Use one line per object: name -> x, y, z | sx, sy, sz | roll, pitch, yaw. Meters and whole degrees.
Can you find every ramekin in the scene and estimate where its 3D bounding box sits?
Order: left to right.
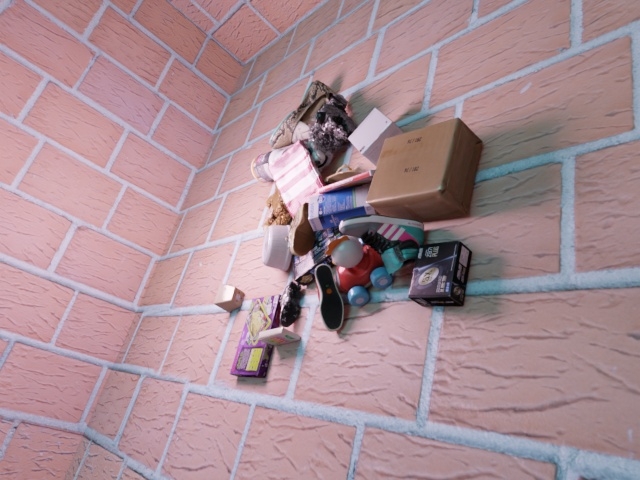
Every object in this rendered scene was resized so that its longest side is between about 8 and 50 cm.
ramekin -> -0.193, 0.028, 1.976 | 0.207, 0.108, 0.207 | -172, 90, -75

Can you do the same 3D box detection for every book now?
book -> -0.162, 0.378, 1.743 | 0.144, 0.096, 0.035 | -24, 46, 40

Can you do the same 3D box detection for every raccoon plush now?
raccoon plush -> 0.033, -0.510, 2.203 | 0.299, 0.216, 0.446 | -49, 7, 34

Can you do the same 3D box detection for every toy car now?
toy car -> 0.096, 0.066, 1.548 | 0.210, 0.238, 0.219 | -42, 37, 21

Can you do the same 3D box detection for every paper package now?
paper package -> 0.356, -0.229, 1.527 | 0.324, 0.168, 0.310 | -7, 56, 49

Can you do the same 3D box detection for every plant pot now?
plant pot -> -0.436, 0.277, 2.163 | 0.096, 0.109, 0.109 | -10, 55, 32

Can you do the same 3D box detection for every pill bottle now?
pill bottle -> -0.243, -0.410, 2.414 | 0.278, 0.162, 0.162 | -5, 60, 49

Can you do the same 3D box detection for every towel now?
towel -> -0.105, -0.272, 2.069 | 0.237, 0.037, 0.329 | -35, 74, 30

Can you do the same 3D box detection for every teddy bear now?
teddy bear -> -0.188, -0.163, 2.219 | 0.245, 0.113, 0.338 | -25, 53, 46

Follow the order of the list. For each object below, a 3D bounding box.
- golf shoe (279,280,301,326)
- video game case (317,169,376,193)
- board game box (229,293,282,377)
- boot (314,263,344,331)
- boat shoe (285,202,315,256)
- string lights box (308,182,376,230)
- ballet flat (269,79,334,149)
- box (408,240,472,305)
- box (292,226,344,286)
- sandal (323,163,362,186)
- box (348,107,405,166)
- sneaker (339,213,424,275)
golf shoe -> -0.131, 0.269, 1.826 | 0.094, 0.077, 0.198 | -34, 34, 52
video game case -> 0.156, -0.234, 1.765 | 0.285, 0.204, 0.025 | -14, 88, 45
board game box -> -0.266, 0.406, 1.896 | 0.208, 0.056, 0.347 | -11, 55, 42
boot -> 0.030, 0.217, 1.660 | 0.176, 0.088, 0.245 | 96, 164, -78
boat shoe -> -0.081, -0.035, 1.856 | 0.089, 0.104, 0.285 | -34, 29, 37
string lights box -> 0.085, -0.133, 1.765 | 0.259, 0.077, 0.133 | -12, 46, 13
ballet flat -> -0.077, -0.662, 2.398 | 0.182, 0.164, 0.483 | 29, 73, 15
box -> 0.360, 0.101, 1.336 | 0.147, 0.077, 0.180 | -8, 57, 49
box -> 0.000, 0.000, 1.866 | 0.295, 0.073, 0.293 | -38, 37, 25
sandal -> 0.097, -0.302, 1.974 | 0.240, 0.088, 0.079 | -14, 58, 51
box -> 0.240, -0.433, 1.875 | 0.181, 0.119, 0.182 | -46, 36, 15
sneaker -> 0.205, 0.023, 1.449 | 0.124, 0.295, 0.179 | 119, 153, -65
